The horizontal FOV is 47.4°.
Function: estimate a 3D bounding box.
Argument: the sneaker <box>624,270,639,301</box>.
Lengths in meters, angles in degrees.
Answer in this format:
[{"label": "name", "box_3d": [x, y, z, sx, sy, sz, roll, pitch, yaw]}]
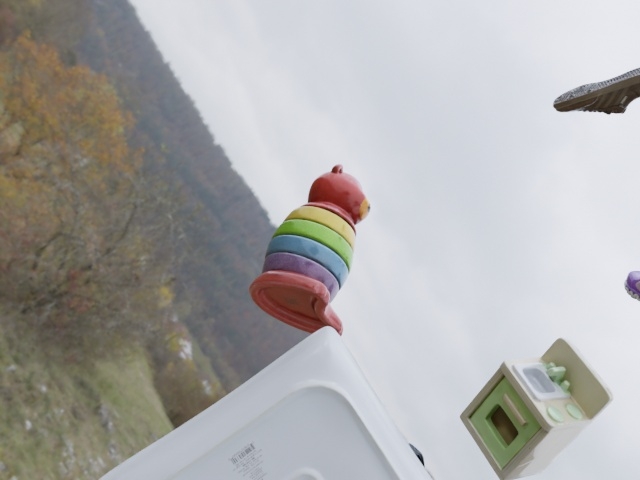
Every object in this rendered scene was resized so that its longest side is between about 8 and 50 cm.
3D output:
[{"label": "sneaker", "box_3d": [0.747, 0.099, 1.559, 0.236, 0.095, 0.105, -126, -142, -70]}]

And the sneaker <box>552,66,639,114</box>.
[{"label": "sneaker", "box_3d": [0.532, -0.260, 1.353, 0.071, 0.188, 0.066, 64, 30, -19]}]

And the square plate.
[{"label": "square plate", "box_3d": [-0.032, 0.335, 0.858, 0.344, 0.347, 0.049, 57, -13, 3]}]

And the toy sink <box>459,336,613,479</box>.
[{"label": "toy sink", "box_3d": [0.392, 0.310, 1.350, 0.234, 0.131, 0.153, -59, -136, 31]}]

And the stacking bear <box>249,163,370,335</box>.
[{"label": "stacking bear", "box_3d": [0.000, 0.000, 1.310, 0.164, 0.289, 0.175, 11, -31, 23]}]

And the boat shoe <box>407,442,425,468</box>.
[{"label": "boat shoe", "box_3d": [0.154, 0.426, 1.286, 0.183, 0.083, 0.065, 58, 34, -29]}]
